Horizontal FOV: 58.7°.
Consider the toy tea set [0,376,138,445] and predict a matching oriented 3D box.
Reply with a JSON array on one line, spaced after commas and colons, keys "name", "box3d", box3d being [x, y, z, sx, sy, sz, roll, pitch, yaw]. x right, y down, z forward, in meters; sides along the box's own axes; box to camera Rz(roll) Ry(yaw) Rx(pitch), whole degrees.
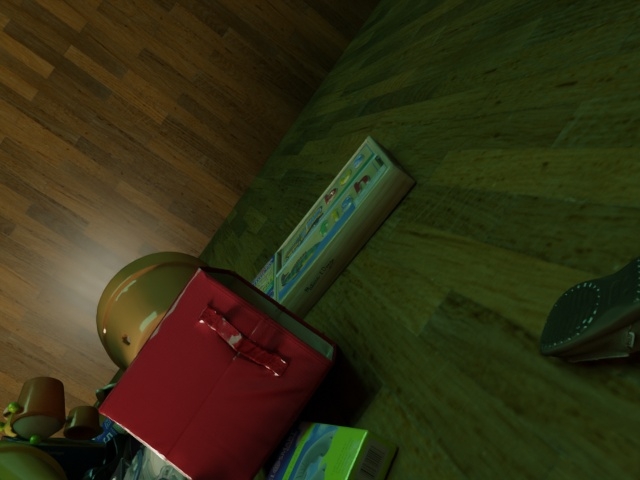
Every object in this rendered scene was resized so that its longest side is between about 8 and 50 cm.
[{"name": "toy tea set", "box3d": [-0.481, 0.384, 1.168, 0.200, 0.336, 0.124, -57, 33, 38]}]

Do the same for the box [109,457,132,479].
[{"name": "box", "box3d": [-0.315, 0.504, 0.779, 0.293, 0.073, 0.295, -61, 21, -4]}]

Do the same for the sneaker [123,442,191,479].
[{"name": "sneaker", "box3d": [-0.176, 0.331, 0.717, 0.297, 0.129, 0.110, -10, 57, 61]}]

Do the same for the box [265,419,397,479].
[{"name": "box", "box3d": [-0.005, 0.240, 0.571, 0.178, 0.042, 0.109, -26, 32, 59]}]

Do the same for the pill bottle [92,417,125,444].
[{"name": "pill bottle", "box3d": [-0.463, 0.449, 1.369, 0.186, 0.112, 0.112, -55, 15, 1]}]

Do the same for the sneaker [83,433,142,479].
[{"name": "sneaker", "box3d": [-0.401, 0.489, 1.046, 0.107, 0.124, 0.283, -36, 22, 23]}]

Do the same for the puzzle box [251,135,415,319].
[{"name": "puzzle box", "box3d": [0.000, 0.000, 1.053, 0.408, 0.052, 0.272, -51, 15, 13]}]

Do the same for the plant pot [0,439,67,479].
[{"name": "plant pot", "box3d": [-0.533, 0.484, 0.972, 0.239, 0.254, 0.253, -10, 43, 42]}]

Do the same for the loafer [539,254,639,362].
[{"name": "loafer", "box3d": [0.196, 0.050, 0.363, 0.056, 0.050, 0.148, -59, 0, -28]}]

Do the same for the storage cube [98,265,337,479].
[{"name": "storage cube", "box3d": [-0.109, 0.161, 0.688, 0.193, 0.184, 0.215, -55, -5, -1]}]

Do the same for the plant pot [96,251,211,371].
[{"name": "plant pot", "box3d": [-0.306, 0.188, 1.195, 0.290, 0.291, 0.203, -55, 31, -3]}]

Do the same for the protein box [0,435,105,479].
[{"name": "protein box", "box3d": [-0.574, 0.528, 1.201, 0.136, 0.200, 0.201, -9, 68, 43]}]
